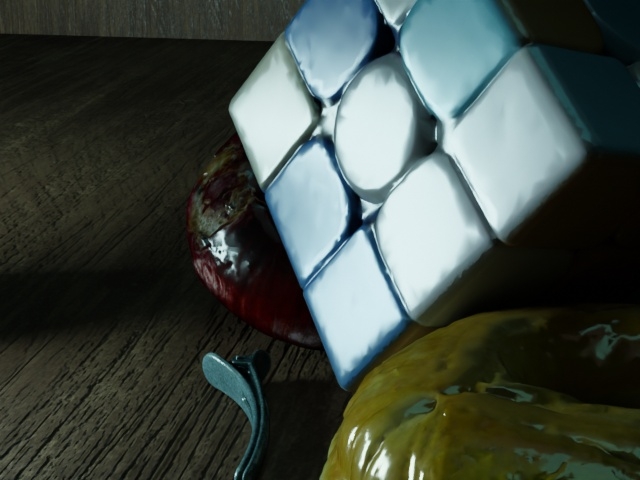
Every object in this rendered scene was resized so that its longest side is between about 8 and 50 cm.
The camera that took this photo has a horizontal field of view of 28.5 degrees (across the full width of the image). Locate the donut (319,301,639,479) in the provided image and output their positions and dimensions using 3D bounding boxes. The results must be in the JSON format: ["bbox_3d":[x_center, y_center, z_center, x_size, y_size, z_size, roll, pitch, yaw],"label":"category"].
[{"bbox_3d":[0.218,0.174,0.903,0.449,0.198,0.449,0,15,0],"label":"donut"}]

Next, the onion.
[{"bbox_3d":[0.000,0.000,1.407,0.314,0.232,0.314,7,40,-6],"label":"onion"}]

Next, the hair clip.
[{"bbox_3d":[-0.068,0.163,1.183,0.070,0.039,0.229,-2,20,-9],"label":"hair clip"}]

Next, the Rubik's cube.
[{"bbox_3d":[0.176,-0.089,1.165,0.344,0.347,0.346,5,49,-39],"label":"Rubik's cube"}]
